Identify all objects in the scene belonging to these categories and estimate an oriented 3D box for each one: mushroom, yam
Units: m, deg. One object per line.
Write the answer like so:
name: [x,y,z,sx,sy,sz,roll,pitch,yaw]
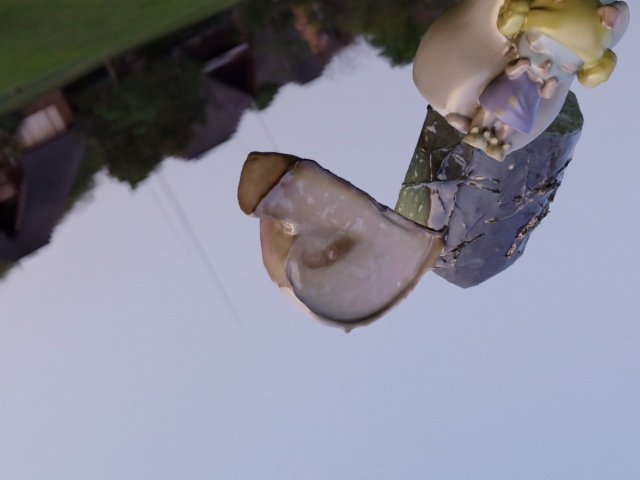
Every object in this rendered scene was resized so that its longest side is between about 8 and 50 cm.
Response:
mushroom: [-0.016,0.008,1.442,0.173,0.236,0.162,4,-110,57]
yam: [0.198,-0.088,1.572,0.202,0.201,0.271,-69,-177,-50]

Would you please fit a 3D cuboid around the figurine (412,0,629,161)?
figurine: [0.177,-0.189,0.986,0.235,0.127,0.155,-56,-173,22]
